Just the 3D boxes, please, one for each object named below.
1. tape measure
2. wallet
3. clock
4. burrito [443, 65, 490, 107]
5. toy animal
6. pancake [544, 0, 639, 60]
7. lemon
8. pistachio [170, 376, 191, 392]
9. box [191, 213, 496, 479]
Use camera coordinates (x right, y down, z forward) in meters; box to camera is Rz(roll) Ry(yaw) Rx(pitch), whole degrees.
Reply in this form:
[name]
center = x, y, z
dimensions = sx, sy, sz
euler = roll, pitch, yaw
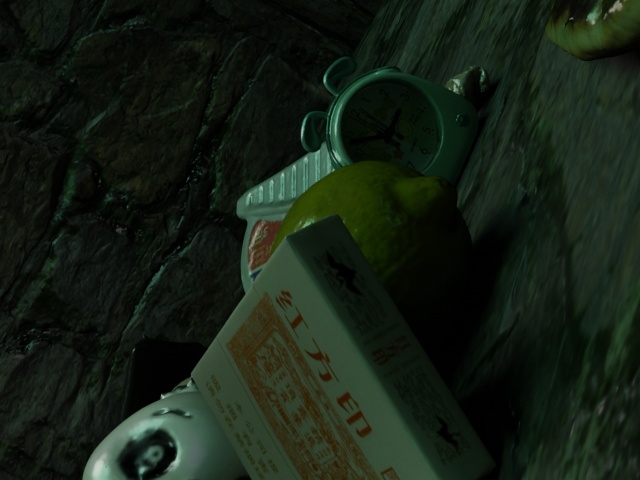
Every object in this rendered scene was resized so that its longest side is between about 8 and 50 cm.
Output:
[tape measure]
center = 0.000, -0.001, 1.251
dimensions = 0.243, 0.125, 0.246
euler = -30, 52, 46
[wallet]
center = -0.241, 0.327, 1.411
dimensions = 0.197, 0.051, 0.377
euler = 9, -89, -62
[clock]
center = 0.076, -0.123, 1.100
dimensions = 0.148, 0.189, 0.060
euler = -63, 7, -6
[burrito]
center = 0.166, -0.171, 1.203
dimensions = 0.058, 0.045, 0.188
euler = -35, 0, -9
[toy animal]
center = -0.148, 0.312, 1.028
dimensions = 0.310, 0.251, 0.251
euler = -60, 7, 0
[pancake]
center = 0.275, -0.254, 0.695
dimensions = 0.305, 0.067, 0.427
euler = -59, 3, -21
[lemon]
center = 0.038, 0.033, 0.870
dimensions = 0.248, 0.184, 0.184
euler = -59, 9, 39
[pistachio]
center = -0.154, 0.296, 1.249
dimensions = 0.226, 0.208, 0.332
euler = 57, 141, 32
[box]
center = -0.007, 0.139, 0.787
dimensions = 0.051, 0.204, 0.365
euler = -26, -12, -26
